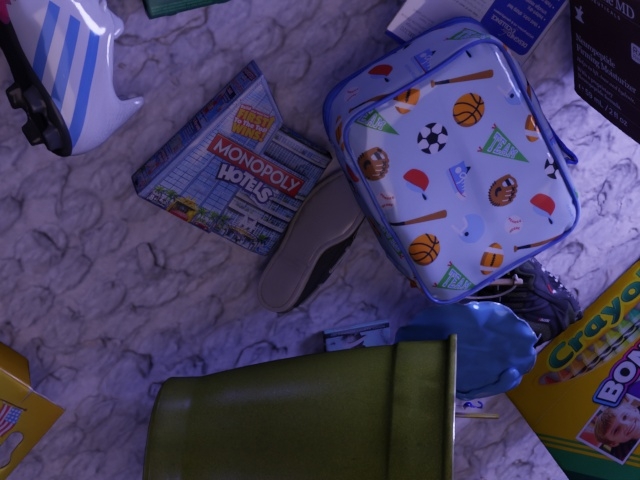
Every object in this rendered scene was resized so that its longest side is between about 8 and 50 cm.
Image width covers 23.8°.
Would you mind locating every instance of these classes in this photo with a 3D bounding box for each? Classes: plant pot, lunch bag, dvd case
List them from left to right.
[{"bbox_3d":[-0.020,0.288,1.797,0.352,0.366,0.367,2,115,5],"label":"plant pot"},{"bbox_3d":[0.048,0.161,1.939,0.087,0.013,0.119,-9,115,-12],"label":"dvd case"},{"bbox_3d":[0.159,-0.088,1.733,0.243,0.115,0.303,-32,119,-4],"label":"lunch bag"}]

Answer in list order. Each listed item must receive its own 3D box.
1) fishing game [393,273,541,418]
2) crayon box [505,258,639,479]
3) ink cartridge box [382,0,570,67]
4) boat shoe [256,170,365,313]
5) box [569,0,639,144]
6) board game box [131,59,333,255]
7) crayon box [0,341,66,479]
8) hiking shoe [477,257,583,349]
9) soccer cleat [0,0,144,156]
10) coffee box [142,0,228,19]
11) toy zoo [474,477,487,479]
[{"bbox_3d":[0.181,0.133,1.908,0.189,0.041,0.264,-2,134,1],"label":"fishing game"},{"bbox_3d":[0.439,0.165,1.880,0.363,0.313,0.106,-44,121,6],"label":"crayon box"},{"bbox_3d":[0.234,-0.351,1.725,0.175,0.069,0.371,30,101,-26],"label":"ink cartridge box"},{"bbox_3d":[0.000,0.000,1.837,0.206,0.075,0.065,-54,159,6],"label":"boat shoe"},{"bbox_3d":[0.397,-0.242,1.727,0.167,0.168,0.203,-26,133,-15],"label":"box"},{"bbox_3d":[-0.085,-0.097,1.755,0.194,0.060,0.194,28,105,-25],"label":"board game box"},{"bbox_3d":[-0.482,0.172,1.755,0.318,0.081,0.202,38,100,-26],"label":"crayon box"},{"bbox_3d":[0.231,0.064,1.904,0.114,0.086,0.227,-47,118,4],"label":"hiking shoe"},{"bbox_3d":[-0.294,-0.252,1.611,0.143,0.116,0.331,-32,119,-25],"label":"soccer cleat"},{"bbox_3d":[-0.152,-0.340,1.634,0.113,0.040,0.184,-15,118,-9],"label":"coffee box"},{"bbox_3d":[0.156,0.478,2.106,0.192,0.030,0.293,-12,116,-10],"label":"toy zoo"}]
